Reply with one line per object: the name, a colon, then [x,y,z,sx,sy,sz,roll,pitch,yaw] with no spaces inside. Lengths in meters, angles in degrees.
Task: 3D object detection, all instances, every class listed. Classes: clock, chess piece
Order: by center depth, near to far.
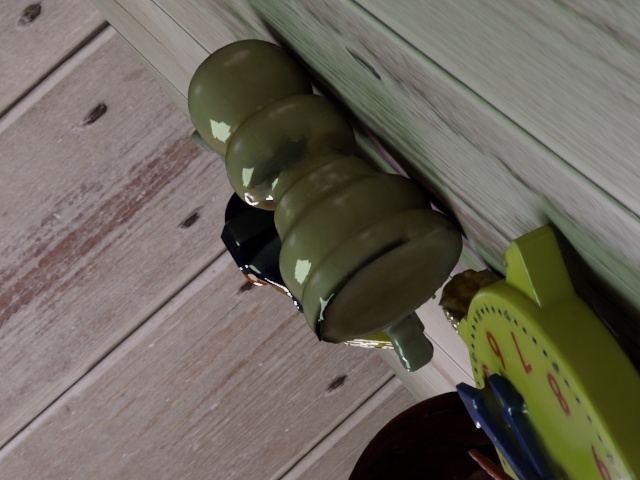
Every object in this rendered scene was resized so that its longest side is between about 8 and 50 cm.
clock: [0.157,0.152,1.184,0.293,0.071,0.277,62,168,18]
chess piece: [-0.012,-0.055,1.513,0.261,0.143,0.143,54,179,23]

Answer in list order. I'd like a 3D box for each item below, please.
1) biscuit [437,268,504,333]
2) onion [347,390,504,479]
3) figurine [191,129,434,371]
biscuit: [0.183,0.107,1.355,0.094,0.054,0.378,51,176,-22]
onion: [0.159,0.302,1.749,0.341,0.341,0.341,48,177,4]
figurine: [-0.001,-0.004,1.720,0.308,0.143,0.308,30,173,4]
